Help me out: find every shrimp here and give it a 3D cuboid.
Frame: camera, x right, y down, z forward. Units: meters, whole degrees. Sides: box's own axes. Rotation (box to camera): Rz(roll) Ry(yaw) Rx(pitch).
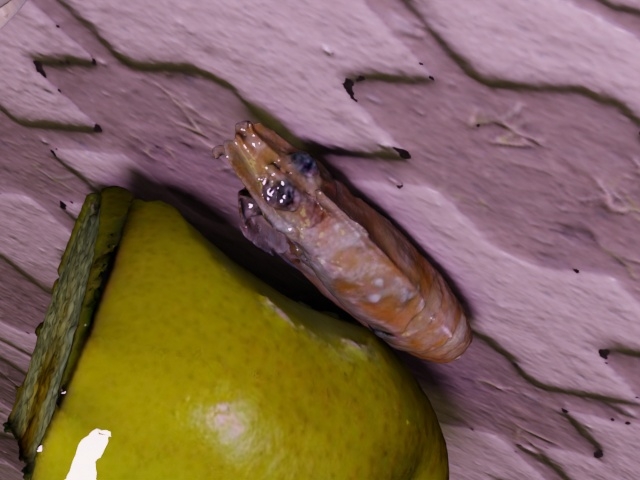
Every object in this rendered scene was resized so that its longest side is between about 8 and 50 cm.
[{"bbox_3d":[0.000,0.000,1.014,0.126,0.047,0.223,25,165,41],"label":"shrimp"}]

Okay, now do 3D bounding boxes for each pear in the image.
[{"bbox_3d":[-0.044,0.094,1.120,0.292,0.159,0.292,27,176,2],"label":"pear"}]

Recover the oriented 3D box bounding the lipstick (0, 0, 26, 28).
[{"bbox_3d":[-0.150,-0.129,0.828,0.077,0.079,0.253,36,159,-17],"label":"lipstick"}]
